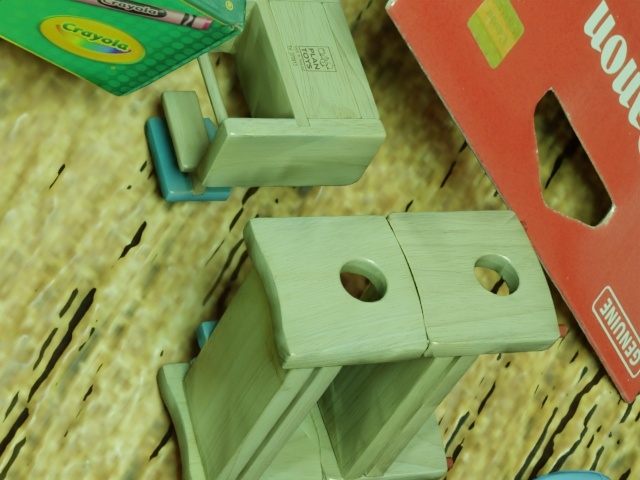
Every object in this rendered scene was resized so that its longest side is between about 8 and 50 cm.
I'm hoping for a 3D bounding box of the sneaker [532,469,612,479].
[{"bbox_3d":[0.110,0.202,0.916,0.078,0.067,0.188,-3,89,-5],"label":"sneaker"}]

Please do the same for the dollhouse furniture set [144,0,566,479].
[{"bbox_3d":[0.000,0.000,0.857,0.129,0.129,0.184,-1,57,-26],"label":"dollhouse furniture set"}]

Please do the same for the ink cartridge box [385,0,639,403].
[{"bbox_3d":[0.183,-0.097,0.897,0.261,0.066,0.296,-54,134,-19],"label":"ink cartridge box"}]

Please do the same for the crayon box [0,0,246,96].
[{"bbox_3d":[-0.151,-0.189,0.738,0.278,0.081,0.165,26,54,-37],"label":"crayon box"}]
